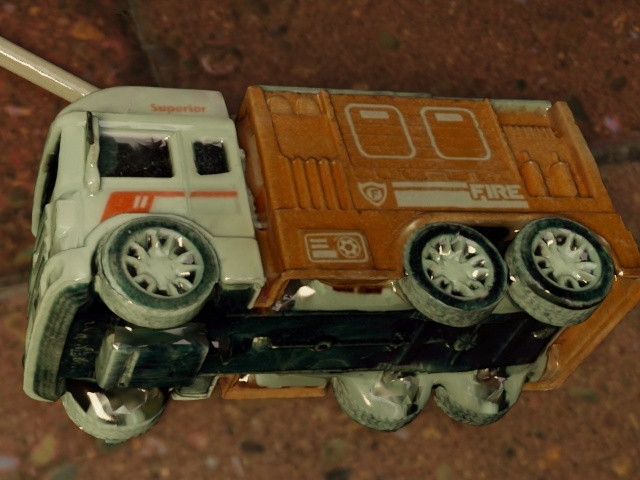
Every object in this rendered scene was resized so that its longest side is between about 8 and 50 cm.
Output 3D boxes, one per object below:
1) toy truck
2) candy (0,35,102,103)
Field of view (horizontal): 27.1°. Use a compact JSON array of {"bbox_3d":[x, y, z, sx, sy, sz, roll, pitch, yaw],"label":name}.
[{"bbox_3d":[0.000,0.000,0.690,0.305,0.136,0.162,1,56,-20],"label":"toy truck"},{"bbox_3d":[-0.287,-0.159,0.719,0.365,0.124,0.124,27,58,-11],"label":"candy"}]
